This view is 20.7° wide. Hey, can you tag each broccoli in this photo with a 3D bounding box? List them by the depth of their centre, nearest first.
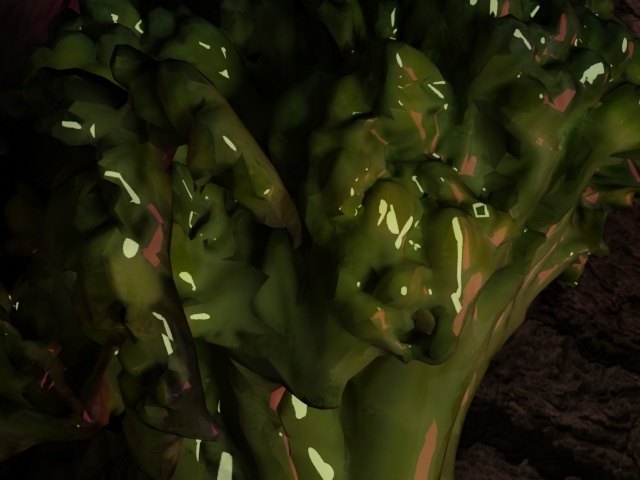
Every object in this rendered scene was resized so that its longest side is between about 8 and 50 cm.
[{"bbox_3d":[-0.015,-0.011,0.705,0.324,0.334,0.272,80,2,-53],"label":"broccoli"}]

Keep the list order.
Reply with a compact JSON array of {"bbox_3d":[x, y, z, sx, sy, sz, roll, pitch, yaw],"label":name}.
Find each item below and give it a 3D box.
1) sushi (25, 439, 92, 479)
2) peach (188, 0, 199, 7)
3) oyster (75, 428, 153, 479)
[{"bbox_3d":[-0.103,0.140,1.035,0.126,0.136,0.225,86,24,-67],"label":"sushi"},{"bbox_3d":[-0.008,-0.059,1.027,0.243,0.199,0.243,-56,165,-23],"label":"peach"},{"bbox_3d":[-0.055,0.127,0.909,0.267,0.112,0.198,-34,142,-41],"label":"oyster"}]
